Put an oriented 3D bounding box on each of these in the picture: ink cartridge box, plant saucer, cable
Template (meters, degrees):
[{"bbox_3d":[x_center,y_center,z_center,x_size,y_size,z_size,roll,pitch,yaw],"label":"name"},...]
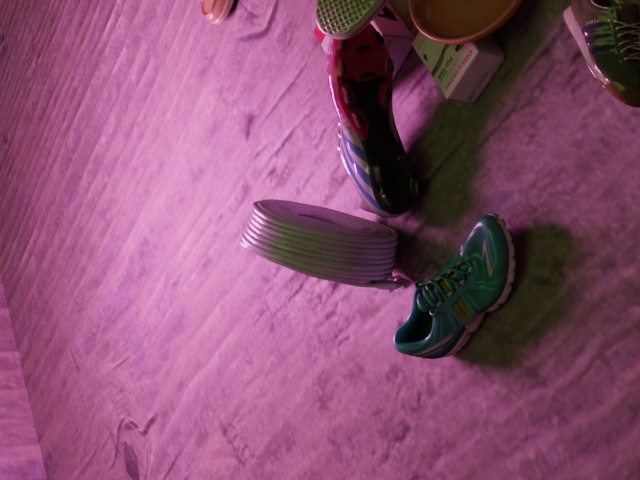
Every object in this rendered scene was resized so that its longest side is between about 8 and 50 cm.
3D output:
[{"bbox_3d":[0.072,-0.347,1.907,0.127,0.072,0.175,-59,44,36],"label":"ink cartridge box"},{"bbox_3d":[0.209,-0.292,1.716,0.099,0.056,0.135,-58,44,36],"label":"ink cartridge box"},{"bbox_3d":[0.225,-0.376,1.658,0.200,0.037,0.200,-15,62,31],"label":"plant saucer"},{"bbox_3d":[0.000,0.000,1.839,0.257,0.257,0.089,28,107,53],"label":"cable"}]

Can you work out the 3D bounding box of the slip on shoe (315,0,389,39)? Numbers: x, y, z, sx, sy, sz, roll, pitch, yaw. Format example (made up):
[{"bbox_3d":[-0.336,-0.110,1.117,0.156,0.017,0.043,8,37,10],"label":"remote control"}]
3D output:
[{"bbox_3d":[0.112,-0.446,1.734,0.123,0.101,0.331,33,88,28],"label":"slip on shoe"}]

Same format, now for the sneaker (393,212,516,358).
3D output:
[{"bbox_3d":[0.200,0.079,1.671,0.107,0.110,0.275,57,133,40],"label":"sneaker"}]

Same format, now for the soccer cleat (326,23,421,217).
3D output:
[{"bbox_3d":[0.063,-0.193,1.825,0.143,0.116,0.331,2,109,63],"label":"soccer cleat"}]

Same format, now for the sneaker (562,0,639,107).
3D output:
[{"bbox_3d":[0.382,-0.268,1.450,0.086,0.064,0.192,-60,40,42],"label":"sneaker"}]

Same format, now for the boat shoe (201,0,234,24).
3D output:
[{"bbox_3d":[-0.224,-0.597,2.340,0.104,0.089,0.285,16,103,55],"label":"boat shoe"}]
